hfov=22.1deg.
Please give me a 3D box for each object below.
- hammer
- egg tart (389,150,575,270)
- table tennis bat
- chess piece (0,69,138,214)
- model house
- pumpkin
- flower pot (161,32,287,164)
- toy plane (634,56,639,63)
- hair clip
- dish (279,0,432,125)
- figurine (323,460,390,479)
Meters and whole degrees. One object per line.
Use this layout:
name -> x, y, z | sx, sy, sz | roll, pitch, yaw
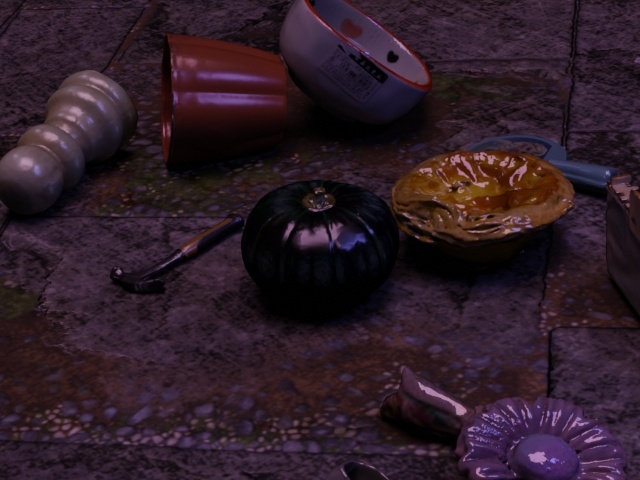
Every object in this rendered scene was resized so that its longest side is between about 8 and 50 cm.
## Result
hammer -> -0.174, 0.016, 2.128 | 0.078, 0.021, 0.201 | 23, 42, 40
egg tart -> 0.203, -0.037, 2.071 | 0.241, 0.106, 0.241 | -4, 27, 2
table tennis bat -> 0.296, -0.099, 2.229 | 0.237, 0.038, 0.149 | 14, 35, 35
chess piece -> -0.370, -0.126, 2.317 | 0.133, 0.133, 0.243 | 8, 39, 23
model house -> 0.463, 0.010, 1.881 | 0.206, 0.178, 0.271 | -9, 27, -7
pumpkin -> 0.000, 0.000, 2.009 | 0.202, 0.140, 0.202 | -2, 32, 1
flower pot -> -0.141, -0.206, 2.360 | 0.173, 0.190, 0.190 | -2, 29, -10
toy plane -> 0.534, -0.236, 2.408 | 0.078, 0.053, 0.197 | -15, 31, -31
hair clip -> 0.178, 0.201, 1.700 | 0.300, 0.069, 0.173 | 22, 40, 39
dish -> 0.037, -0.257, 2.400 | 0.256, 0.117, 0.256 | 33, 20, -14
figurine -> 0.088, 0.305, 1.364 | 0.285, 0.167, 0.342 | 17, 4, -20
